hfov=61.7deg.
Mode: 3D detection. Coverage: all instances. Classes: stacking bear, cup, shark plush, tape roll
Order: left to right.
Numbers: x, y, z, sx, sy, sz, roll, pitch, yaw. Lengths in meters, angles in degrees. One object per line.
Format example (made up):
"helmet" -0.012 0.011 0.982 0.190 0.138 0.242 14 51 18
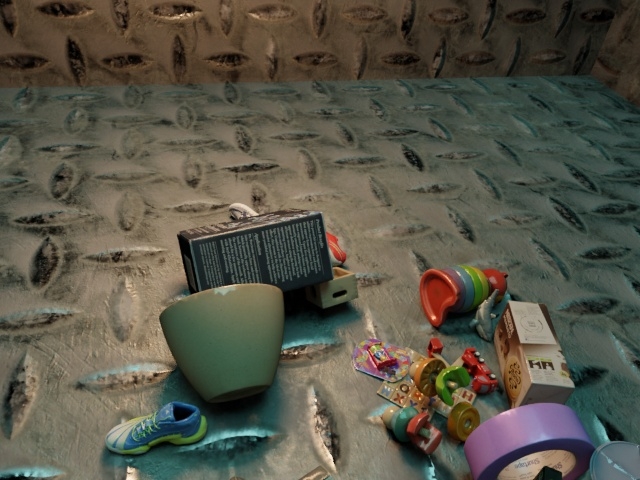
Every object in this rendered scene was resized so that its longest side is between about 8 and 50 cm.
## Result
"cup" -0.234 0.284 1.396 0.331 0.331 0.237 -8 68 -17
"stacking bear" 0.482 0.158 1.738 0.289 0.175 0.164 -4 47 -27
"shark plush" 0.526 0.226 1.663 0.067 0.161 0.073 28 8 42
"tape roll" 0.477 0.489 1.231 0.274 0.275 0.090 -1 39 -9

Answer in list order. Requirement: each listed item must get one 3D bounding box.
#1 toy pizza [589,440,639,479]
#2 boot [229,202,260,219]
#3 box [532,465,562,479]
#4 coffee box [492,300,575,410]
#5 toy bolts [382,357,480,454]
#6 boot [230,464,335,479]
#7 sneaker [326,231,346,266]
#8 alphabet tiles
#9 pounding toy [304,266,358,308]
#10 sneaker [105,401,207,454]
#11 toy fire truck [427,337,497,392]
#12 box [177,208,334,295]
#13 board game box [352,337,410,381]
"toy pizza" 0.659 0.512 1.108 0.201 0.032 0.201 3 38 -3
"boot" -0.276 -0.071 1.967 0.190 0.069 0.086 25 40 19
"box" 0.459 0.612 1.147 0.045 0.191 0.184 20 42 13
"coffee box" 0.592 0.335 1.517 0.118 0.168 0.297 6 40 0
"toy bolts" 0.276 0.443 1.393 0.228 0.218 0.158 -38 22 -26
"boot" -0.076 0.570 1.216 0.208 0.076 0.190 -27 64 -25
"sneaker" 0.000 0.000 1.921 0.118 0.107 0.279 2 39 -35
"alphabet tiles" 0.306 0.417 1.504 0.237 0.009 0.198 24 42 21
"pounding toy" -0.009 0.154 1.722 0.181 0.094 0.206 -15 13 -23
"sneaker" -0.397 0.437 1.291 0.240 0.126 0.091 -6 41 -15
"toy fire truck" 0.405 0.360 1.544 0.135 0.047 0.192 -2 35 -18
"box" -0.204 0.044 1.628 0.395 0.212 0.293 -13 10 -20
"board game box" 0.180 0.335 1.559 0.168 0.033 0.133 17 40 18
